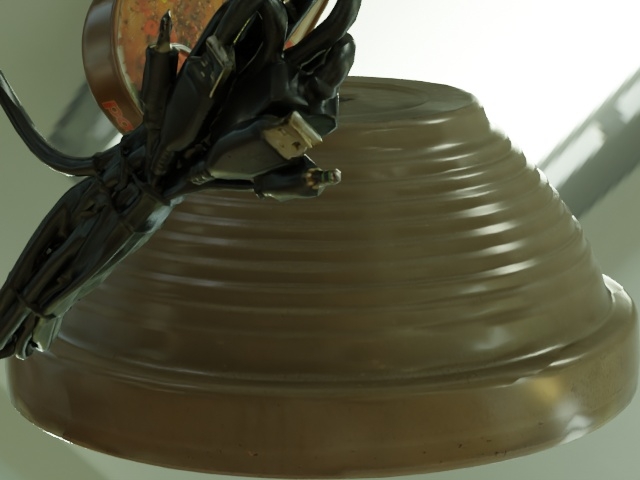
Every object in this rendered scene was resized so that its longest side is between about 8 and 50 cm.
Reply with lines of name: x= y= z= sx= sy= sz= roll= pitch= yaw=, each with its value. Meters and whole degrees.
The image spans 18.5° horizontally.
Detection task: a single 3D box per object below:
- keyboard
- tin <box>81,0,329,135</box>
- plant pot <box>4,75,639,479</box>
keyboard: x=-0.085 y=-0.068 z=0.452 sx=0.201 sy=0.033 sz=0.317 roll=60 pitch=-38 yaw=6
tin: x=-0.056 y=-0.124 z=1.023 sx=0.106 sy=0.189 sz=0.040 roll=43 pitch=-35 yaw=-23
plant pot: x=0.000 y=0.000 z=0.730 sx=0.237 sy=0.237 sz=0.109 roll=8 pitch=-74 yaw=32
